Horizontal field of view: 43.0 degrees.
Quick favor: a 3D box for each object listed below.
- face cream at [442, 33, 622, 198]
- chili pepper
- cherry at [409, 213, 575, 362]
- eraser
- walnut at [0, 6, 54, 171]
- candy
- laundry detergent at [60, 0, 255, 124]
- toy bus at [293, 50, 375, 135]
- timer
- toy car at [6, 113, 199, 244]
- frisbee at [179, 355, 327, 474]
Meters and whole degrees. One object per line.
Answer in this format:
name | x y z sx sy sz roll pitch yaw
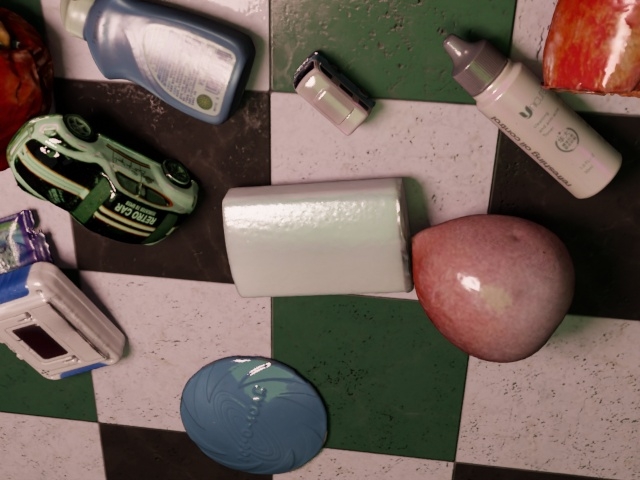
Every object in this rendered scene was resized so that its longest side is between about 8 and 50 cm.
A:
face cream | 0.295 -0.189 1.169 0.311 0.092 0.092 40 116 -12
chili pepper | 0.408 -0.297 0.997 0.229 0.251 0.305 16 113 6
cherry | 0.255 0.071 1.240 0.239 0.206 0.239 -5 138 -4
eraser | 0.000 0.000 1.306 0.290 0.104 0.189 -2 121 10
walnut | -0.530 -0.241 1.212 0.244 0.221 0.269 50 128 18
candy | -0.599 0.035 1.438 0.275 0.070 0.145 -10 107 16
laundry detergent | -0.247 -0.286 1.203 0.290 0.094 0.143 24 122 -1
toy bus | 0.017 -0.215 1.204 0.123 0.075 0.060 39 117 -13
timer | -0.481 0.154 1.436 0.178 0.078 0.253 -18 134 16
toy car | -0.328 -0.077 1.255 0.306 0.125 0.136 25 123 -40
frisbee | -0.130 0.345 1.539 0.289 0.049 0.289 4 118 7
